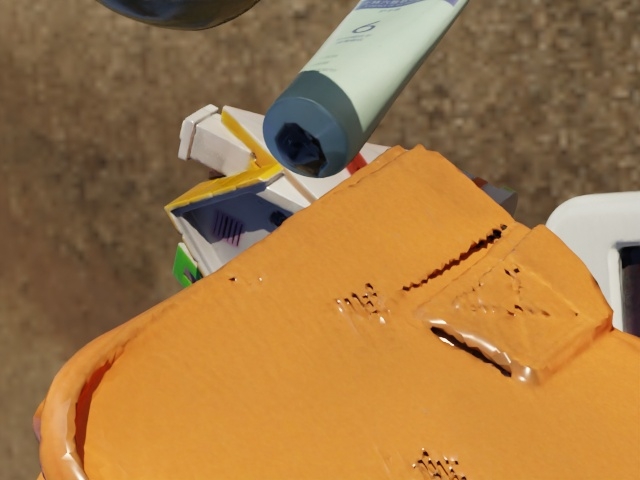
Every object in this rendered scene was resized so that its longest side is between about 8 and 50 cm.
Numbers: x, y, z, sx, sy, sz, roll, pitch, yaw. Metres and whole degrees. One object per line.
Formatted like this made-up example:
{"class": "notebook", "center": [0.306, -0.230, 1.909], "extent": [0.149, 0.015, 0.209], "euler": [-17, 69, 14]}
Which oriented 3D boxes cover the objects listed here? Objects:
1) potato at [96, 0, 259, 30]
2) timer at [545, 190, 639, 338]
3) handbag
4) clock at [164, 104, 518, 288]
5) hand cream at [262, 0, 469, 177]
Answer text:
{"class": "potato", "center": [-0.110, -0.260, 1.118], "extent": [0.191, 0.141, 0.296], "euler": [-44, 70, 16]}
{"class": "timer", "center": [0.252, 0.056, 1.027], "extent": [0.253, 0.078, 0.178], "euler": [-2, 91, 33]}
{"class": "handbag", "center": [0.109, 0.142, 0.697], "extent": [0.410, 0.303, 0.116], "euler": [34, 131, 19]}
{"class": "clock", "center": [0.000, 0.000, 1.694], "extent": [0.310, 0.166, 0.235], "euler": [27, 124, 19]}
{"class": "hand cream", "center": [0.050, -0.151, 1.391], "extent": [0.109, 0.320, 0.067], "euler": [-5, 120, 32]}
